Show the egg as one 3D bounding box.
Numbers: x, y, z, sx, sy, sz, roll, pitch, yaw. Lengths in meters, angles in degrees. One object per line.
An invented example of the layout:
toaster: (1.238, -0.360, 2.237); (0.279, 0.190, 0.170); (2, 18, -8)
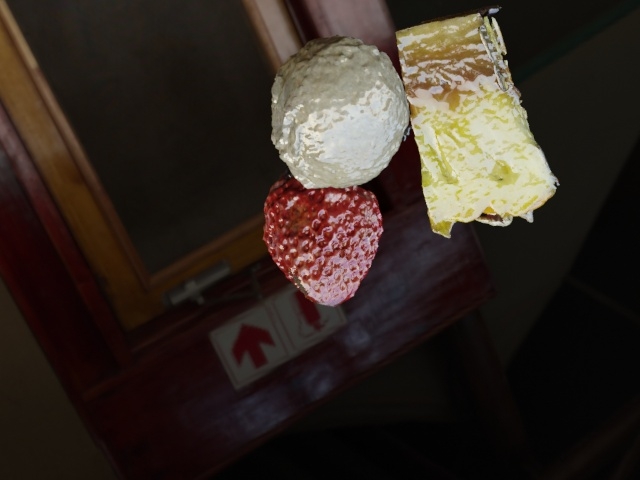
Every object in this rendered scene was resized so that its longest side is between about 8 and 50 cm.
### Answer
egg: (0.036, -0.242, 1.835); (0.279, 0.310, 0.279); (5, -150, -3)

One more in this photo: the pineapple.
pineapple: (0.126, -0.126, 0.844); (0.115, 0.186, 0.236); (-16, -118, 11)

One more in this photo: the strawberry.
strawberry: (-0.005, -0.008, 2.291); (0.292, 0.292, 0.309); (8, -101, 61)
